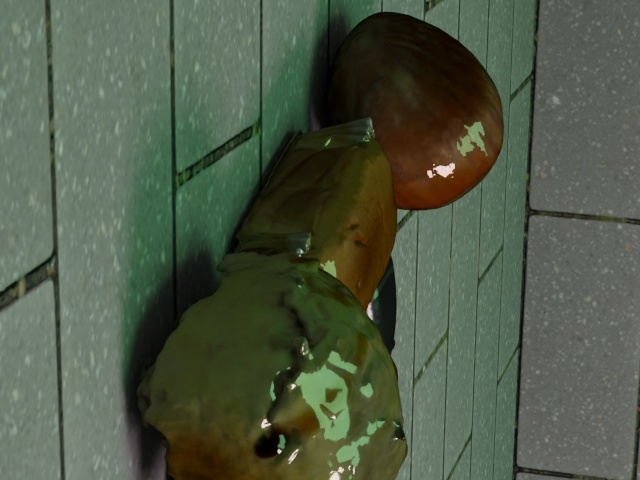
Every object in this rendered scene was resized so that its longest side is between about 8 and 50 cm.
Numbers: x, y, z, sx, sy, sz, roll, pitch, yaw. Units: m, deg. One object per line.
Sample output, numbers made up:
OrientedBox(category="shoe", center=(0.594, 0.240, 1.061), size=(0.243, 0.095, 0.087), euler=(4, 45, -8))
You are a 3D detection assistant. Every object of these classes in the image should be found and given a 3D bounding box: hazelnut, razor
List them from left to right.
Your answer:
OrientedBox(category="razor", center=(0.052, 0.080, 1.922), size=(0.090, 0.054, 0.148), euler=(-54, 145, -56))
OrientedBox(category="hazelnut", center=(0.088, -0.130, 1.776), size=(0.214, 0.176, 0.214), euler=(53, 13, -17))

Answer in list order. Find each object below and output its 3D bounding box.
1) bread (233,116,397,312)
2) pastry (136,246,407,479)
OrientedBox(category="bread", center=(0.000, 0.000, 1.606), size=(0.241, 0.107, 0.136), euler=(-64, 152, -54))
OrientedBox(category="pastry", center=(-0.010, 0.135, 1.396), size=(0.236, 0.170, 0.256), euler=(-57, 135, -52))
